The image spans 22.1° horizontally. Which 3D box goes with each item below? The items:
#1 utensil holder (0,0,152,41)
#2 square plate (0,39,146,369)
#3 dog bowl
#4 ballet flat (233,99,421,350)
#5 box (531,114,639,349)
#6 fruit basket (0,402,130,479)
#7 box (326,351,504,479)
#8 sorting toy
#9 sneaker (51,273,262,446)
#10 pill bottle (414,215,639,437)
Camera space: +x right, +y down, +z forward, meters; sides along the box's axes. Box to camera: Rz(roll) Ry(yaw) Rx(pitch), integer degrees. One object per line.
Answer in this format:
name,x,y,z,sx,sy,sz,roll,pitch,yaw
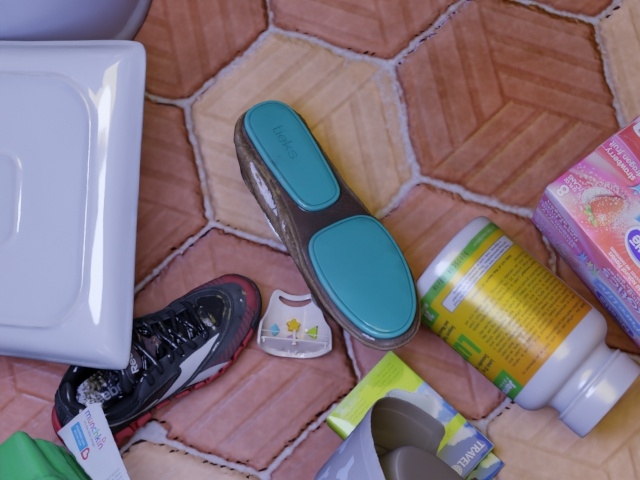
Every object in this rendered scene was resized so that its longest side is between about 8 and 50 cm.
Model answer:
utensil holder,-0.355,-0.376,1.793,0.328,0.385,0.327,0,75,-1
square plate,-0.357,-0.046,1.740,0.347,0.049,0.344,4,92,19
dog bowl,0.124,0.324,1.615,0.102,0.349,0.349,-38,77,15
ballet flat,0.000,0.000,1.825,0.116,0.124,0.342,-24,65,-24
box,0.389,0.030,1.817,0.154,0.142,0.300,-37,78,-10
fruit basket,-0.275,0.388,1.640,0.327,0.165,0.353,-42,57,11
box,0.106,0.222,1.813,0.178,0.042,0.109,42,80,10
sorting toy,-0.029,0.091,1.848,0.083,0.045,0.075,6,65,-6
sneaker,-0.178,0.125,1.787,0.276,0.135,0.097,-36,73,-11
pill bottle,0.226,0.099,1.799,0.246,0.136,0.136,41,78,10
